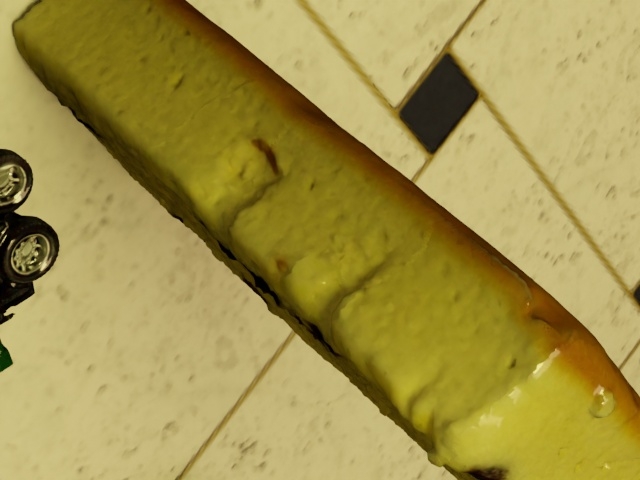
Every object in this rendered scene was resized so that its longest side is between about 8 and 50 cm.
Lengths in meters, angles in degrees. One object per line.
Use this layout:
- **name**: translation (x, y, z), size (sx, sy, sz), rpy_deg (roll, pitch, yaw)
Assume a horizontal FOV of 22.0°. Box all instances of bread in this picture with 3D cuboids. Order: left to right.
- **bread**: translation (0.000, 0.000, 0.721), size (0.077, 0.361, 0.138), rpy_deg (-45, 139, -4)

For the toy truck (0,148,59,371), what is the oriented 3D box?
- **toy truck**: translation (-0.199, -0.047, 0.710), size (0.121, 0.088, 0.259), rpy_deg (-33, 134, -25)
